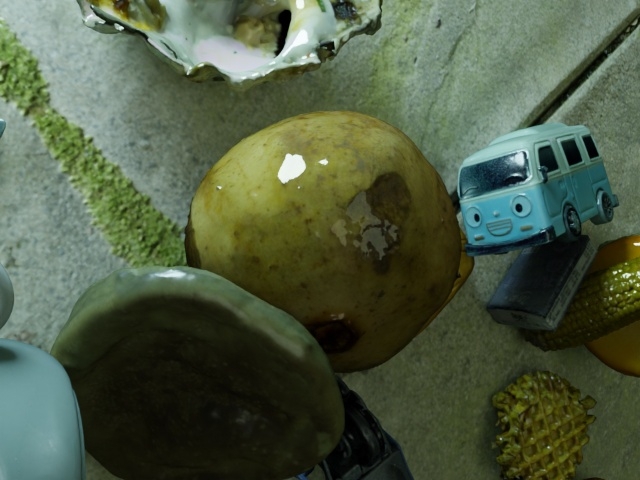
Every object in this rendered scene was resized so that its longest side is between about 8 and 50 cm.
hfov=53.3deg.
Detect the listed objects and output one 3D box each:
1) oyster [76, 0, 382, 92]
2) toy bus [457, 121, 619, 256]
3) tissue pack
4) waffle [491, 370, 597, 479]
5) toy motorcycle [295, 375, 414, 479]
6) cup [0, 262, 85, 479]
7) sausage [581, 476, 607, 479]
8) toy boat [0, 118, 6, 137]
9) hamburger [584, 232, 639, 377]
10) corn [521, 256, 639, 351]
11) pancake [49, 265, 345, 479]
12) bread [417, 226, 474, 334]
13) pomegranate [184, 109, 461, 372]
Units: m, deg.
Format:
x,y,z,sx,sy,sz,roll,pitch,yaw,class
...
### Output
x,y,z,sx,sy,sz,roll,pitch,yaw,class
-0.090,-0.253,0.719,0.355,0.107,0.201,2,69,-20,oyster
0.306,-0.078,0.911,0.271,0.133,0.164,-18,93,-47,toy bus
0.334,0.061,0.968,0.051,0.112,0.156,48,67,-22,tissue pack
0.342,0.300,1.002,0.197,0.070,0.193,17,81,-29,waffle
0.031,0.301,0.730,0.125,0.213,0.358,-29,109,-31,toy motorcycle
-0.322,0.144,0.454,0.274,0.259,0.356,8,101,-35,cup
0.409,0.508,1.021,0.105,0.105,0.274,47,68,-24,sausage
-0.347,-0.075,0.591,0.096,0.034,0.122,2,98,-32,toy boat
0.534,0.104,1.034,0.170,0.246,0.246,9,85,-52,hamburger
0.419,0.092,0.955,0.097,0.262,0.097,34,38,-33,corn
-0.129,0.148,0.600,0.294,0.294,0.049,54,26,-21,pancake
0.138,0.050,0.872,0.200,0.077,0.116,-42,103,-26,bread
0.000,0.000,0.660,0.281,0.281,0.281,0,90,-32,pomegranate
